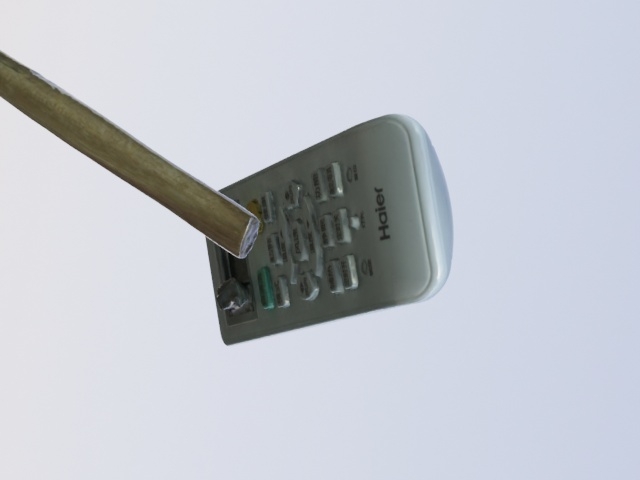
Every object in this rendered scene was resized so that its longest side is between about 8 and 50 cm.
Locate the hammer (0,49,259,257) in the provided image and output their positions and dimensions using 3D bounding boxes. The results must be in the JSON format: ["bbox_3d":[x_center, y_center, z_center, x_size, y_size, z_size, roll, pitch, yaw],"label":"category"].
[{"bbox_3d":[-0.094,-0.045,0.579,0.182,0.017,0.062,34,-41,20],"label":"hammer"}]

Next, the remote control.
[{"bbox_3d":[-0.001,0.000,1.043,0.293,0.051,0.103,-17,-100,63],"label":"remote control"}]
